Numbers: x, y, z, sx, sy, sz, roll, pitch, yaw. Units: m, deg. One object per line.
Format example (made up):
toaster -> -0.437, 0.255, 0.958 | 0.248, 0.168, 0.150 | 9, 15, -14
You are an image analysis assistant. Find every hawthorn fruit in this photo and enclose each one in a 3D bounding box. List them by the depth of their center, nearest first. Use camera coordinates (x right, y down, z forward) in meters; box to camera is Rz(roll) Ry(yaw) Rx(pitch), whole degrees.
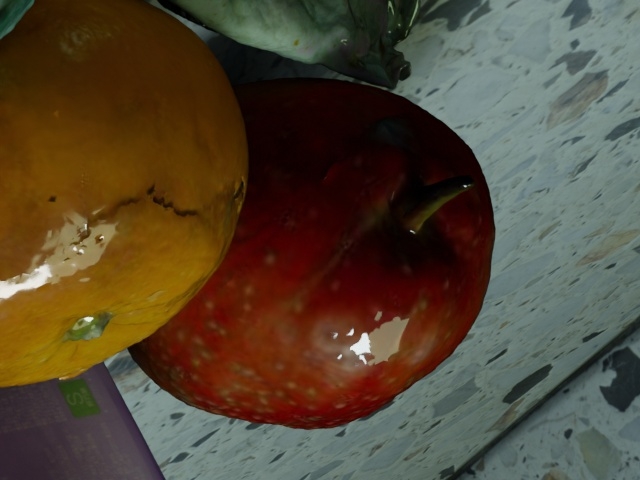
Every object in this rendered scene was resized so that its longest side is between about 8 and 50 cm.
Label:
hawthorn fruit -> 0.000, 0.000, 1.132 | 0.284, 0.285, 0.369 | -17, -179, -34

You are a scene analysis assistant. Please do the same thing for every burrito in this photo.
burrito -> -0.019, -0.175, 1.061 | 0.066, 0.096, 0.309 | 2, 176, 32

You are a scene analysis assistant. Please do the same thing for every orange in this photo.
orange -> -0.184, -0.034, 0.938 | 0.284, 0.226, 0.284 | -30, 164, -9

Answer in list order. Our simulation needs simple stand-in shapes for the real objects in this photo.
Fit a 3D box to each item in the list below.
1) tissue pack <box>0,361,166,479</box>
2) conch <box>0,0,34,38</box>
tissue pack -> -0.269, 0.145, 1.054 | 0.242, 0.338, 0.160 | -8, 149, -44
conch -> -0.257, -0.131, 0.719 | 0.195, 0.277, 0.220 | -2, 139, 29
